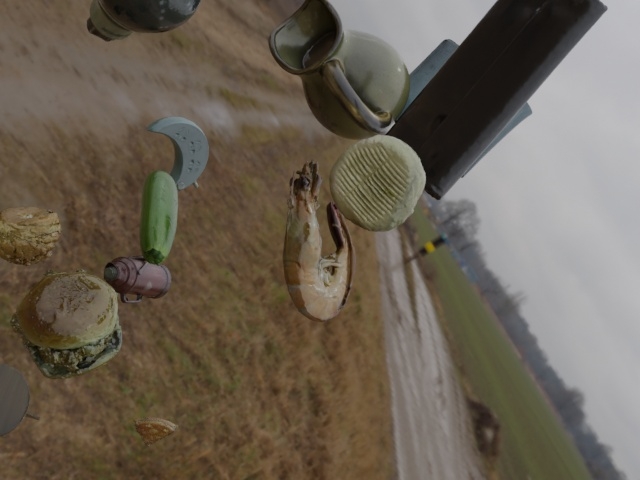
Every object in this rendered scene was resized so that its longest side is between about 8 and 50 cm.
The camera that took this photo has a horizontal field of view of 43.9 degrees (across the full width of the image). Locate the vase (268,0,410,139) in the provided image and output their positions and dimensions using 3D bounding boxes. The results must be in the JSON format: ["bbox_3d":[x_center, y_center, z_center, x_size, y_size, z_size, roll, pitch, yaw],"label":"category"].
[{"bbox_3d":[0.058,-0.355,1.766,0.302,0.240,0.329,38,22,-38],"label":"vase"}]

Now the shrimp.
[{"bbox_3d":[0.002,0.000,1.154,0.053,0.132,0.236,-3,-87,57],"label":"shrimp"}]

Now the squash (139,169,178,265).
[{"bbox_3d":[-0.353,-0.063,1.742,0.082,0.082,0.293,52,18,-38],"label":"squash"}]

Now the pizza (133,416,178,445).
[{"bbox_3d":[-0.419,0.456,1.952,0.099,0.100,0.029,45,18,-35],"label":"pizza"}]

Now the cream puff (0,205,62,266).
[{"bbox_3d":[-0.526,-0.007,1.416,0.133,0.119,0.104,-44,143,-59],"label":"cream puff"}]

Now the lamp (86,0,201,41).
[{"bbox_3d":[-0.303,-0.416,1.370,0.182,0.181,0.314,59,-26,5],"label":"lamp"}]

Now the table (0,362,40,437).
[{"bbox_3d":[-0.753,0.394,1.890,0.167,0.167,0.227,60,-16,13],"label":"table"}]

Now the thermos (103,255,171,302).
[{"bbox_3d":[-0.466,0.096,1.980,0.232,0.098,0.124,22,63,-72],"label":"thermos"}]

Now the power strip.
[{"bbox_3d":[-0.394,-0.240,2.248,0.054,0.167,0.253,42,-31,42],"label":"power strip"}]

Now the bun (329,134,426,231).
[{"bbox_3d":[0.069,-0.068,0.934,0.115,0.115,0.069,59,21,3],"label":"bun"}]

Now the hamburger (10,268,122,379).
[{"bbox_3d":[-0.383,0.112,1.202,0.185,0.159,0.131,52,-25,32],"label":"hamburger"}]

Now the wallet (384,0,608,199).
[{"bbox_3d":[0.277,-0.272,1.355,0.062,0.406,0.228,33,12,-32],"label":"wallet"}]

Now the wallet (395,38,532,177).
[{"bbox_3d":[0.320,-0.319,1.904,0.290,0.251,0.054,43,-9,18],"label":"wallet"}]
